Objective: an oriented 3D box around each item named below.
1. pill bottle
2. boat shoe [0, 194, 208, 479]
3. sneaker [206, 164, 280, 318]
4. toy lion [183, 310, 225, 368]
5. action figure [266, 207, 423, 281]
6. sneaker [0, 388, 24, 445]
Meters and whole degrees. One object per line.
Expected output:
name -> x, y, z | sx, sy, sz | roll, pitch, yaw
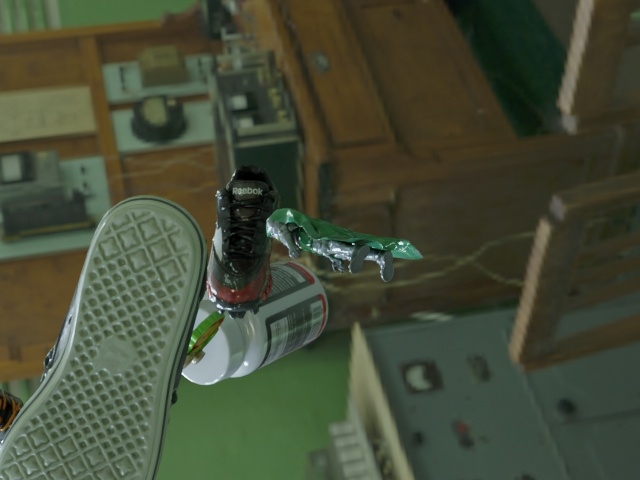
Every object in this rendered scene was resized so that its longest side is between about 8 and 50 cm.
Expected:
pill bottle -> -0.126, 0.142, 2.169 | 0.161, 0.283, 0.161 | 10, 108, 32
boat shoe -> -0.255, 0.179, 1.513 | 0.156, 0.186, 0.500 | -65, -5, -81
sneaker -> -0.112, -0.009, 1.811 | 0.276, 0.097, 0.135 | -83, -5, -51
toy lion -> -0.172, 0.139, 1.820 | 0.034, 0.096, 0.100 | 43, -173, 8
action figure -> 0.000, 0.000, 1.517 | 0.232, 0.137, 0.064 | 19, 93, 56
sneaker -> -0.421, 0.215, 1.593 | 0.215, 0.083, 0.084 | 65, -146, -70
